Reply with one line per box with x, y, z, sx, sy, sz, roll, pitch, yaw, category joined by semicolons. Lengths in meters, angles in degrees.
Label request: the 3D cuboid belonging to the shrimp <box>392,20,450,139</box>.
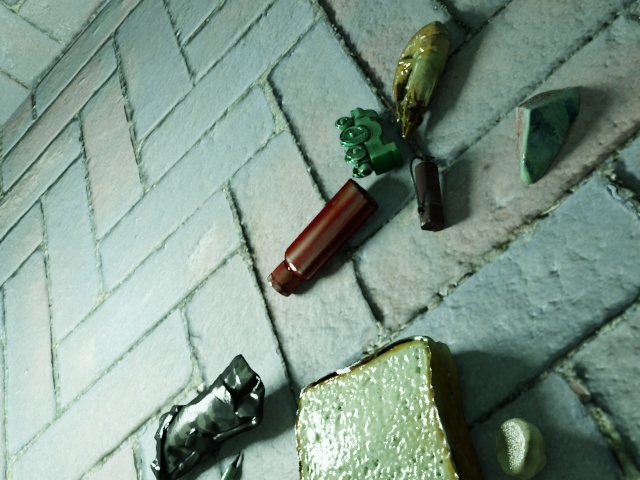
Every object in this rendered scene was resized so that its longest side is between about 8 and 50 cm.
0.188;-0.316;1.516;0.145;0.061;0.267;-14;60;48;shrimp

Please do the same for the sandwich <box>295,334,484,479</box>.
0.094;0.312;1.204;0.301;0.099;0.271;-32;43;31;sandwich

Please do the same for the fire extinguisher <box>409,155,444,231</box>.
0.190;-0.096;1.373;0.045;0.078;0.157;-24;56;39;fire extinguisher

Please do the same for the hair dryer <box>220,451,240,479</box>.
-0.183;0.466;1.428;0.071;0.047;0.150;10;63;44;hair dryer

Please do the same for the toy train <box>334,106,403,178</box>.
0.091;-0.198;1.523;0.104;0.071;0.178;-21;45;3;toy train

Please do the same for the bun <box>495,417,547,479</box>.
0.284;0.291;1.066;0.086;0.054;0.086;-170;90;-69;bun

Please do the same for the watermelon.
0.363;-0.185;1.281;0.094;0.081;0.180;-28;38;64;watermelon

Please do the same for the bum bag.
-0.224;0.352;1.489;0.340;0.095;0.144;-41;47;29;bum bag

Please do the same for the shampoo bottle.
0.000;0.000;1.502;0.260;0.064;0.102;-48;35;13;shampoo bottle
